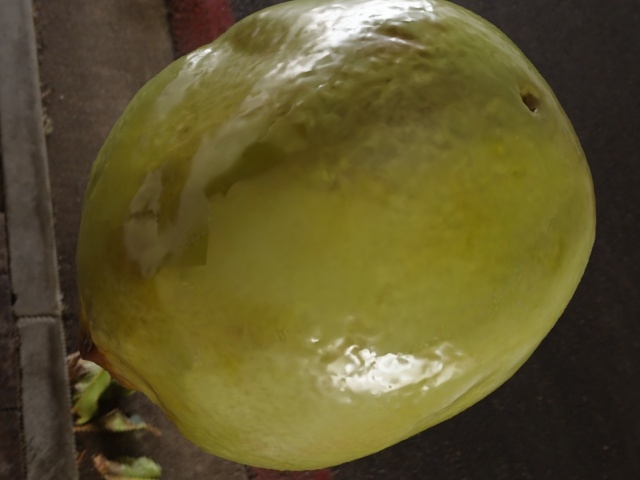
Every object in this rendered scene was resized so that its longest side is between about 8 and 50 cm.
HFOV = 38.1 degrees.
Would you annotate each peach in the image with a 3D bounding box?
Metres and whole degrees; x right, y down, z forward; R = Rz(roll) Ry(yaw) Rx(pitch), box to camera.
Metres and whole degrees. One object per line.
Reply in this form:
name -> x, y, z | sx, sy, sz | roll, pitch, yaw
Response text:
peach -> 0.008, -0.002, 0.617 | 0.316, 0.314, 0.282 | -48, 133, -29
